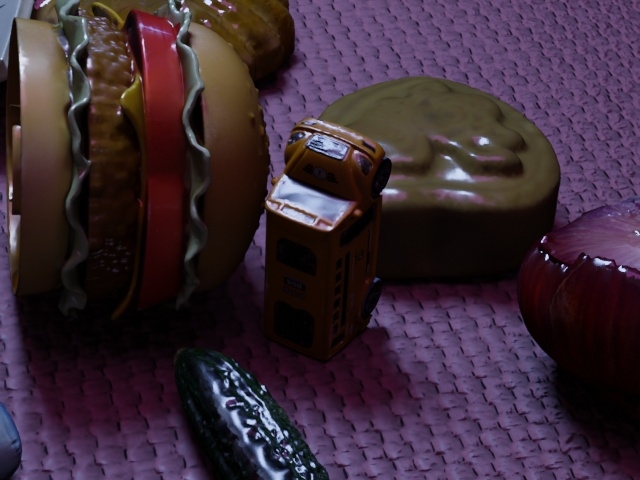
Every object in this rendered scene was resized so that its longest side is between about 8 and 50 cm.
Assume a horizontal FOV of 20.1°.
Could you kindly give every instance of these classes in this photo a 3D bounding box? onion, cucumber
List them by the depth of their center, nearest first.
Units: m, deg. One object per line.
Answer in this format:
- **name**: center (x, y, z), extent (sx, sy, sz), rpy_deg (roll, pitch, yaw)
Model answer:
- **cucumber**: center (-0.038, 0.167, 1.344), extent (0.077, 0.077, 0.265), rpy_deg (-12, 38, -22)
- **onion**: center (0.278, 0.051, 1.466), extent (0.248, 0.161, 0.248), rpy_deg (12, 31, -7)

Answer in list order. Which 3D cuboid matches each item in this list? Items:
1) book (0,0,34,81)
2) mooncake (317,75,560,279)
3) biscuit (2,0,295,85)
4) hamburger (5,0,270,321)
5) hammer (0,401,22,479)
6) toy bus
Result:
- **book**: center (-0.366, -0.206, 1.758), extent (0.202, 0.027, 0.264), rpy_deg (-21, 35, 19)
- **mooncake**: center (0.097, -0.067, 1.642), extent (0.235, 0.117, 0.235), rpy_deg (2, 39, -1)
- **biscuit**: center (-0.189, -0.240, 1.855), extent (0.326, 0.107, 0.326), rpy_deg (1, 35, -1)
- **hamburger**: center (-0.150, -0.068, 1.488), extent (0.212, 0.274, 0.274), rpy_deg (0, 37, -13)
- **hammer**: center (-0.314, 0.134, 1.371), extent (0.116, 0.069, 0.194), rpy_deg (-20, 35, -29)
- **toy bus**: center (0.000, 0.000, 1.471), extent (0.083, 0.194, 0.088), rpy_deg (22, 43, 22)
